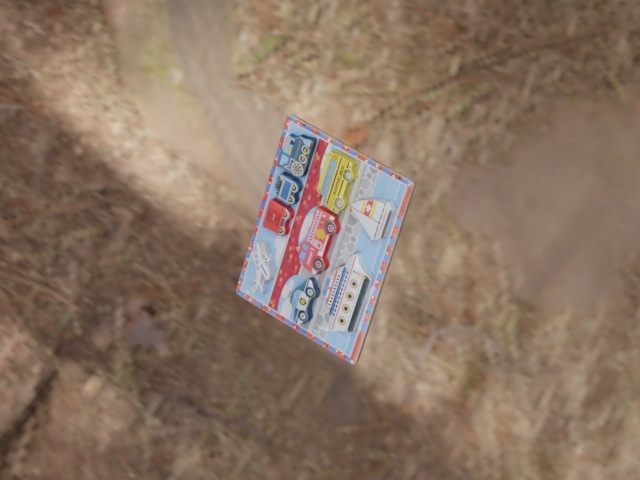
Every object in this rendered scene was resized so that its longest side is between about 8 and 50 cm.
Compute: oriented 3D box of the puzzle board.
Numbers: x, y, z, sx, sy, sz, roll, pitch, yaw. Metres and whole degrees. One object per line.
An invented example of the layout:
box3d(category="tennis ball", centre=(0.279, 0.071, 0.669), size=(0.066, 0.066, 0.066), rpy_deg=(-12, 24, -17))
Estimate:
box3d(category="puzzle board", centre=(0.000, 0.000, 1.149), size=(0.011, 0.096, 0.128), rpy_deg=(-20, 134, -52))
